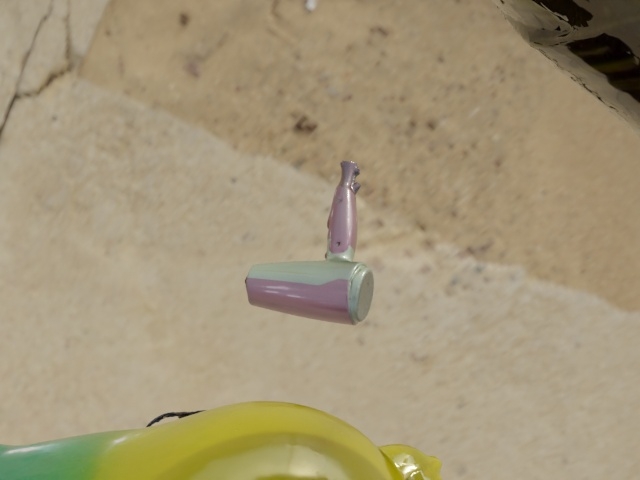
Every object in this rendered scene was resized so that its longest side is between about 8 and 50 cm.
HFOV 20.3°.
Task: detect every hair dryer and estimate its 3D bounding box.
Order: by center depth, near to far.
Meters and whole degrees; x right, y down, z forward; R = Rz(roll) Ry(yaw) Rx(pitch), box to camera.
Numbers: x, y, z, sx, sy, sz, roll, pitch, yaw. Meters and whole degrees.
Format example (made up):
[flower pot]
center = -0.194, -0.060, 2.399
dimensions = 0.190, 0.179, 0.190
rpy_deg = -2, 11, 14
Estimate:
[hair dryer]
center = 0.007, -0.001, 1.553
dimensions = 0.106, 0.054, 0.154
rpy_deg = 9, 59, 22

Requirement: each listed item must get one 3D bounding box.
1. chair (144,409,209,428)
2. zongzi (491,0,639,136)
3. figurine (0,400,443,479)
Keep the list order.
[chair]
center = -0.110, 0.244, 1.961
dimensions = 0.213, 0.174, 0.149
rpy_deg = -37, 77, -24
[zongzi]
center = 0.150, -0.116, 0.711
dimensions = 0.403, 0.208, 0.432
rpy_deg = 28, 30, -17
[figurine]
center = -0.101, 0.197, 0.965
dimensions = 0.340, 0.323, 0.231
rpy_deg = -22, 94, 18
